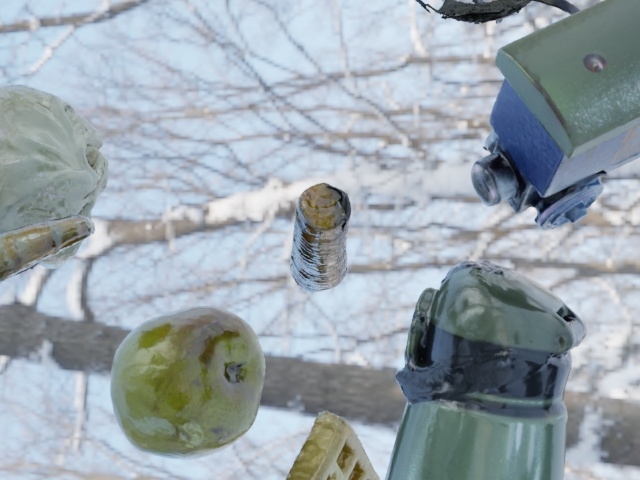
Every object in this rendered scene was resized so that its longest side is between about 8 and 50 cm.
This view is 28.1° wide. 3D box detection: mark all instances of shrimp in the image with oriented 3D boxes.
[{"bbox_3d":[-0.302,0.027,1.156,0.150,0.217,0.051,-58,-54,-88],"label":"shrimp"}]

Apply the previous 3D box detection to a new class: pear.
[{"bbox_3d":[-0.162,0.172,1.569,0.200,0.200,0.200,-4,-85,-63],"label":"pear"}]

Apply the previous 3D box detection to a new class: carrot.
[{"bbox_3d":[0.000,0.000,1.404,0.260,0.070,0.070,94,-174,-73],"label":"carrot"}]

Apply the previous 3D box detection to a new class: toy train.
[{"bbox_3d":[0.278,-0.126,1.124,0.131,0.299,0.202,58,162,20],"label":"toy train"}]

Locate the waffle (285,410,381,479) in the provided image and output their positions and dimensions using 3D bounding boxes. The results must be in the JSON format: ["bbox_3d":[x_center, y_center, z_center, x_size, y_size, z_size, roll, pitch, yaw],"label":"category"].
[{"bbox_3d":[-0.005,0.390,1.796,0.248,0.055,0.221,-61,-29,-23],"label":"waffle"}]

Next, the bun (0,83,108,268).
[{"bbox_3d":[-0.332,-0.081,1.557,0.231,0.133,0.231,-11,-90,-75],"label":"bun"}]

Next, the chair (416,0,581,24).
[{"bbox_3d":[0.190,-0.310,1.366,0.213,0.149,0.174,8,-89,-41],"label":"chair"}]

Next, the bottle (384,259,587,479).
[{"bbox_3d":[0.144,0.193,1.171,0.168,0.168,0.347,-8,-71,-63],"label":"bottle"}]
